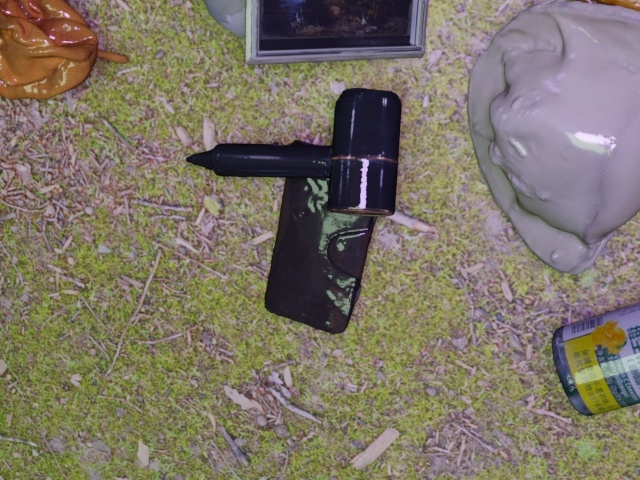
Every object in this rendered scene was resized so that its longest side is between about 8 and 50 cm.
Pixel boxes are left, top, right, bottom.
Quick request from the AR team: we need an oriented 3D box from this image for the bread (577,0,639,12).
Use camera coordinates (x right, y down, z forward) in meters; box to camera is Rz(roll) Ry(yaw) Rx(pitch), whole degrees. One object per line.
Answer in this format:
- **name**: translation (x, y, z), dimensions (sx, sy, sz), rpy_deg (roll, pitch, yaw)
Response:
- **bread**: translation (0.432, -0.373, 1.144), dimensions (0.236, 0.120, 0.198), rpy_deg (24, 108, 9)

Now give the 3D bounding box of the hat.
- **hat**: translation (-0.436, -0.328, 1.485), dimensions (0.233, 0.244, 0.233), rpy_deg (9, 146, -13)

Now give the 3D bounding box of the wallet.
- **wallet**: translation (0.000, 0.000, 1.479), dimensions (0.165, 0.042, 0.309), rpy_deg (19, 112, 17)

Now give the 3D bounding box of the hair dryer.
- **hair dryer**: translation (-0.050, -0.142, 1.386), dimensions (0.352, 0.107, 0.189), rpy_deg (4, 88, 18)

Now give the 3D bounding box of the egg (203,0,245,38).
- **egg**: translation (-0.065, -0.400, 1.281), dimensions (0.183, 0.183, 0.217), rpy_deg (46, 128, 0)

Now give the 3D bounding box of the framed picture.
- **framed picture**: translation (0.034, -0.361, 1.235), dimensions (0.019, 0.296, 0.232), rpy_deg (34, 128, 55)

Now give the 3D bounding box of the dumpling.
- **dumpling**: translation (0.333, -0.154, 1.245), dimensions (0.315, 0.233, 0.395), rpy_deg (37, 139, 40)

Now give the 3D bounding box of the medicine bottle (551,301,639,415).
- **medicine bottle**: translation (0.496, 0.152, 1.294), dimensions (0.293, 0.141, 0.141), rpy_deg (-22, 100, 25)
